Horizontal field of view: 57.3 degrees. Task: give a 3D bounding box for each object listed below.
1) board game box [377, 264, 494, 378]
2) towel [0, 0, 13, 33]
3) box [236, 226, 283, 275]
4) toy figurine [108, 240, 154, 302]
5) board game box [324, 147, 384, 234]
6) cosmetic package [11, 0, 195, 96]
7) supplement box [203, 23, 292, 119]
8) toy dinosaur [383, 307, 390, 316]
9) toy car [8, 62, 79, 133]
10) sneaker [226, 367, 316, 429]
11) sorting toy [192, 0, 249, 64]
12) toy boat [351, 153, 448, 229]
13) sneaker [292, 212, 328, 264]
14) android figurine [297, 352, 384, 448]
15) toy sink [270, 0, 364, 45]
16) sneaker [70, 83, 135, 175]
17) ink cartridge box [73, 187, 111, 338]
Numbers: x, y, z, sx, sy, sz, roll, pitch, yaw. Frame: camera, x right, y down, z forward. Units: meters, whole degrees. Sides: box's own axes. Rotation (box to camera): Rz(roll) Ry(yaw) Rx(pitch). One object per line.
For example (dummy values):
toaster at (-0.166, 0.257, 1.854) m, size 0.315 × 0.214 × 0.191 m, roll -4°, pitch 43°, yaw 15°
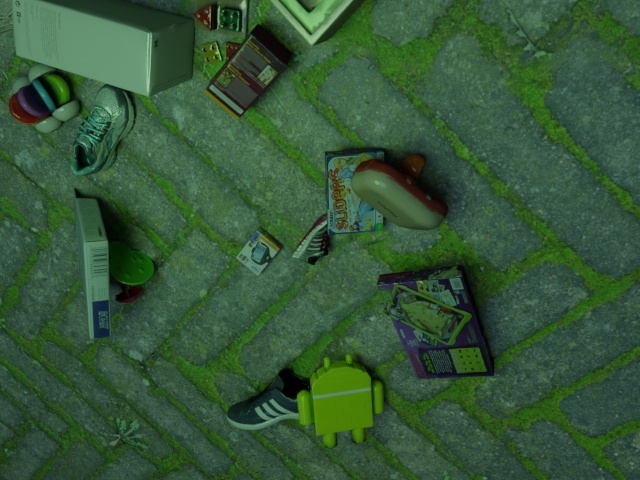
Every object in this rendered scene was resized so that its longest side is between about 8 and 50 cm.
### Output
board game box at (0.292, 0.212, 1.452) m, size 0.208 × 0.056 × 0.346 m, roll -11°, pitch 124°, yaw 21°
towel at (-0.774, -0.631, 1.409) m, size 0.187 × 0.049 × 0.282 m, roll -5°, pitch 81°, yaw 27°
box at (-0.172, 0.036, 1.601) m, size 0.081 × 0.028 × 0.136 m, roll 39°, pitch 121°, yaw -1°
toy figurine at (-0.592, 0.113, 1.768) m, size 0.173 × 0.130 × 0.159 m, roll 46°, pitch 135°, yaw 20°
board game box at (0.080, -0.115, 1.390) m, size 0.136 × 0.035 × 0.201 m, roll -5°, pitch 116°, yaw -4°
cosmetic package at (-0.502, -0.476, 1.373) m, size 0.366 × 0.197 × 0.155 m, roll 21°, pitch 122°, yaw 12°
supplement box at (-0.166, -0.383, 1.341) m, size 0.104 × 0.080 × 0.188 m, roll 38°, pitch 124°, yaw -19°
toy dinosaur at (0.259, 0.145, 1.479) m, size 0.212 × 0.064 × 0.112 m, roll -8°, pitch 125°, yaw 25°
toy car at (-0.751, -0.371, 1.557) m, size 0.182 × 0.136 × 0.159 m, roll -21°, pitch 106°, yaw 29°
sneaker at (-0.136, 0.460, 1.747) m, size 0.350 × 0.131 × 0.148 m, roll -15°, pitch 111°, yaw 17°
sorting toy at (-0.232, -0.526, 1.328) m, size 0.132 × 0.046 × 0.274 m, roll 16°, pitch 120°, yaw 14°
toy boat at (0.192, -0.126, 1.318) m, size 0.231 × 0.151 × 0.151 m, roll 35°, pitch 167°, yaw -21°
sneaker at (0.000, 0.000, 1.497) m, size 0.075 × 0.063 × 0.170 m, roll 35°, pitch 121°, yaw -7°
android figurine at (0.058, 0.446, 1.640) m, size 0.248 × 0.056 × 0.272 m, roll -8°, pitch 105°, yaw -7°
toy sink at (-0.031, -0.541, 1.191) m, size 0.234 × 0.131 × 0.153 m, roll 48°, pitch 122°, yaw -6°
sneaker at (-0.582, -0.280, 1.545) m, size 0.110 × 0.122 × 0.283 m, roll 32°, pitch 123°, yaw 3°
ink cartridge box at (-0.659, 0.058, 1.699) m, size 0.071 × 0.330 × 0.324 m, roll -5°, pitch 123°, yaw -23°
